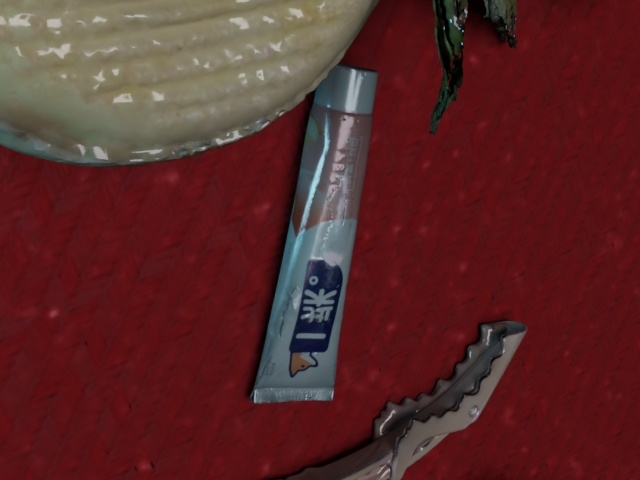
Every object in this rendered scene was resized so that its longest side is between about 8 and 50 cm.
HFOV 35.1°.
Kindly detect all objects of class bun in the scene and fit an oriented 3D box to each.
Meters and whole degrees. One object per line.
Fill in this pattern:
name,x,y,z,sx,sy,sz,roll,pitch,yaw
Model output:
bun,-0.091,-0.174,0.450,0.287,0.146,0.287,-14,121,-25

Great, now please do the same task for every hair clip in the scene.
hair clip,0.053,0.131,0.650,0.226,0.034,0.072,-32,117,-19

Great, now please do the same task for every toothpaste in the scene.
toothpaste,0.000,0.000,0.596,0.056,0.036,0.205,4,103,-26

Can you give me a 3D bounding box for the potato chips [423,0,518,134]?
potato chips,0.081,-0.160,0.529,0.220,0.029,0.202,-66,154,-46
